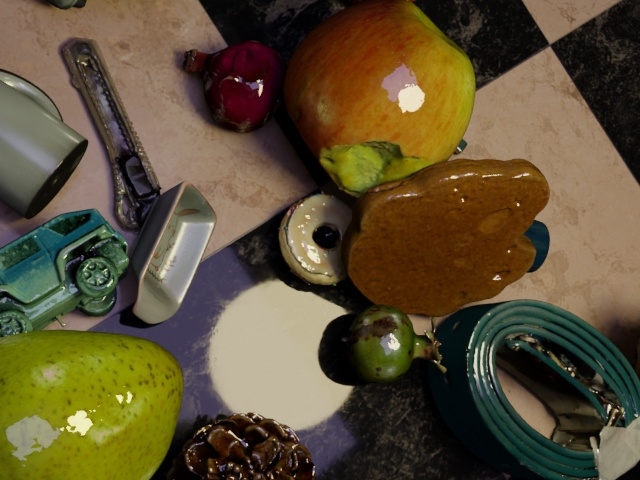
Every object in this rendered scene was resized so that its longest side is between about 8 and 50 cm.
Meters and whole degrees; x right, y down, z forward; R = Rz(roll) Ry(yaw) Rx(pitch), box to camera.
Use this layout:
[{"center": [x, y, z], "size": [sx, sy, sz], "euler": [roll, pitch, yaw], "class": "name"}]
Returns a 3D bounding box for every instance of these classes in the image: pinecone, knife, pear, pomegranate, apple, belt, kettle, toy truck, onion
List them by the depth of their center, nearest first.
[{"center": [-0.331, 0.272, 1.189], "size": [0.318, 0.239, 0.342], "euler": [-36, 130, -31], "class": "pear"}, {"center": [-0.115, 0.384, 1.290], "size": [0.244, 0.257, 0.243], "euler": [14, 60, -26], "class": "pinecone"}, {"center": [-0.434, 0.076, 1.292], "size": [0.279, 0.155, 0.156], "euler": [-34, 82, -23], "class": "toy truck"}, {"center": [-0.506, -0.182, 1.328], "size": [0.236, 0.161, 0.221], "euler": [35, 41, -8], "class": "kettle"}, {"center": [-0.362, -0.190, 1.431], "size": [0.089, 0.043, 0.365], "euler": [-20, 85, -24], "class": "knife"}, {"center": [0.109, -0.254, 1.453], "size": [0.340, 0.339, 0.339], "euler": [4, 77, -19], "class": "apple"}, {"center": [0.127, 0.182, 1.466], "size": [0.169, 0.148, 0.148], "euler": [-15, 83, 10], "class": "pomegranate"}, {"center": [-0.154, -0.296, 1.481], "size": [0.198, 0.135, 0.173], "euler": [26, 68, -11], "class": "onion"}, {"center": [0.408, 0.290, 1.542], "size": [0.437, 0.173, 0.300], "euler": [33, 71, -11], "class": "belt"}]

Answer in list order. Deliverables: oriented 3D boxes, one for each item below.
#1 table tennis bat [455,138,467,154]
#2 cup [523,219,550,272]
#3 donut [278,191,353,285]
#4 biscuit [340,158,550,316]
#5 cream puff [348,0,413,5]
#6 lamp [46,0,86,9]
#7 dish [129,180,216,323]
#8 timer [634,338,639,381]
[{"center": [0.188, -0.273, 1.665], "size": [0.274, 0.021, 0.154], "euler": [40, 68, -6], "class": "table tennis bat"}, {"center": [0.367, -0.016, 1.625], "size": [0.138, 0.113, 0.150], "euler": [12, 76, -19], "class": "cup"}, {"center": [0.000, 0.000, 1.511], "size": [0.175, 0.068, 0.174], "euler": [5, 77, -22], "class": "donut"}, {"center": [0.230, -0.008, 1.461], "size": [0.381, 0.074, 0.359], "euler": [-34, 131, 11], "class": "biscuit"}, {"center": [0.113, -0.561, 1.625], "size": [0.240, 0.164, 0.239], "euler": [3, 85, -33], "class": "cream puff"}, {"center": [-0.341, -0.580, 1.398], "size": [0.374, 0.205, 0.272], "euler": [-23, 70, 17], "class": "lamp"}, {"center": [-0.265, 0.022, 1.383], "size": [0.064, 0.154, 0.234], "euler": [13, 70, 20], "class": "dish"}, {"center": [0.752, 0.259, 1.576], "size": [0.387, 0.376, 0.376], "euler": [-8, 81, -37], "class": "timer"}]
